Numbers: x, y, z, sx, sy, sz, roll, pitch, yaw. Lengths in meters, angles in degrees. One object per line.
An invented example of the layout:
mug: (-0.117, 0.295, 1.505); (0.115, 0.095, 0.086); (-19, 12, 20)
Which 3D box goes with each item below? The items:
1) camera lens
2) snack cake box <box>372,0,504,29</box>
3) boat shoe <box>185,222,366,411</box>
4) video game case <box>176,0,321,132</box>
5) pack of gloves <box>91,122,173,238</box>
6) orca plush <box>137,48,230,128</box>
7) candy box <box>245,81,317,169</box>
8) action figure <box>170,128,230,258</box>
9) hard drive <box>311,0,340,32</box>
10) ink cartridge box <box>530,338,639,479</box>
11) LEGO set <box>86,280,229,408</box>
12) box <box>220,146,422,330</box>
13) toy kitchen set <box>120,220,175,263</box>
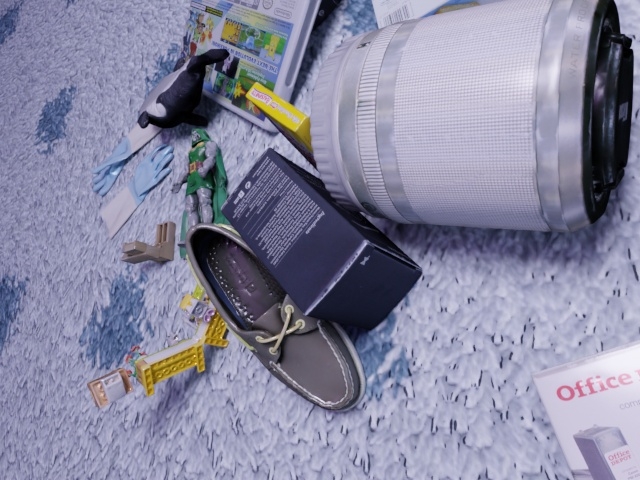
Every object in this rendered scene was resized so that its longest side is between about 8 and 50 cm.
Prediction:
camera lens: (0.156, -0.122, 0.513); (0.275, 0.219, 0.219); (5, 78, 36)
snack cake box: (0.199, -0.358, 0.644); (0.265, 0.089, 0.152); (-21, 62, 28)
boat shoe: (-0.064, 0.095, 0.627); (0.109, 0.091, 0.305); (-43, 75, 4)
video game case: (-0.133, -0.385, 0.862); (0.329, 0.036, 0.299); (36, 114, 37)
pack of gloves: (-0.403, -0.151, 1.019); (0.232, 0.046, 0.195); (-43, 54, 16)
orca plush: (-0.240, -0.262, 0.913); (0.287, 0.102, 0.151); (-23, 44, 44)
candy box: (-0.004, -0.112, 0.628); (0.027, 0.206, 0.105); (-51, 53, 0)
action figure: (-0.211, -0.099, 0.863); (0.137, 0.064, 0.232); (-23, 59, 30)
hard drive: (0.032, -0.549, 0.840); (0.339, 0.064, 0.236); (-42, 56, 15)
ink cartridge box: (0.294, 0.189, 0.396); (0.159, 0.092, 0.217); (-28, 59, 24)
LEGO set: (-0.222, 0.128, 0.747); (0.107, 0.132, 0.287); (21, 65, 43)
box: (0.000, 0.000, 0.622); (0.108, 0.153, 0.207); (-51, 53, 11)
toy kitchen set: (-0.316, 0.000, 0.884); (0.068, 0.083, 0.075); (-14, 67, 30)
